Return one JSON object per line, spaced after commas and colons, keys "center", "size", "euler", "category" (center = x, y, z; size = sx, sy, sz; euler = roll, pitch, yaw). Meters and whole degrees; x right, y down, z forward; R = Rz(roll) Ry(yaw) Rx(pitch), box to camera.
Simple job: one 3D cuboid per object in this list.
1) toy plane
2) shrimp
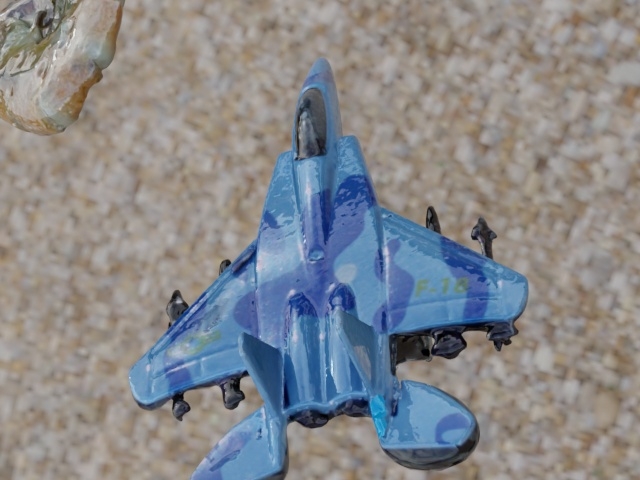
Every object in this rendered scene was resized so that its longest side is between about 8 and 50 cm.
{"center": [0.003, 0.006, 0.819], "size": [0.169, 0.078, 0.246], "euler": [-15, 34, 12], "category": "toy plane"}
{"center": [-0.235, -0.177, 1.595], "size": [0.164, 0.062, 0.317], "euler": [-60, 30, -3], "category": "shrimp"}
